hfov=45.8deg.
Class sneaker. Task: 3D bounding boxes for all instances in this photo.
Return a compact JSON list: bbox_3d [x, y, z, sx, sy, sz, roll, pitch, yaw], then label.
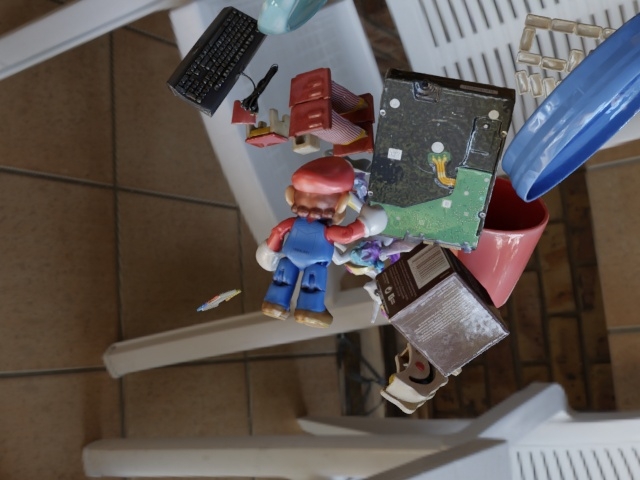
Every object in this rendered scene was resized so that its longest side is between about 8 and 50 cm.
[{"bbox_3d":[0.068,-0.205,2.077,0.152,0.061,0.053,17,66,-25],"label":"sneaker"}]

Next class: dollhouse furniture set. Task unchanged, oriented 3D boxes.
[{"bbox_3d":[-0.070,-0.279,1.846,0.201,0.374,0.152,16,71,-51],"label":"dollhouse furniture set"}]

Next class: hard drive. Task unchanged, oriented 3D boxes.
[{"bbox_3d":[0.216,-0.144,1.436,0.064,0.237,0.338,-69,167,-54],"label":"hard drive"}]

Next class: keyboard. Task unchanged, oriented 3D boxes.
[{"bbox_3d":[-0.193,-0.394,1.706,0.202,0.033,0.317,31,55,-8],"label":"keyboard"}]

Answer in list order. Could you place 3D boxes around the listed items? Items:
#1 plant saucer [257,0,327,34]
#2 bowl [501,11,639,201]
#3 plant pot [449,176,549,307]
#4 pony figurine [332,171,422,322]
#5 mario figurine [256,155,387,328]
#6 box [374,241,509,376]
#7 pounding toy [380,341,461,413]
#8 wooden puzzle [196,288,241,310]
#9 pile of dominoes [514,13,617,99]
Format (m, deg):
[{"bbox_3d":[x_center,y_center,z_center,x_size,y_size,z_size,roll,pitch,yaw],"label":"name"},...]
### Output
[{"bbox_3d":[0.000,-0.505,1.416,0.044,0.317,0.317,40,43,1],"label":"plant saucer"},{"bbox_3d":[0.455,-0.225,1.245,0.077,0.391,0.391,49,33,15],"label":"bowl"},{"bbox_3d":[0.364,0.012,1.754,0.275,0.275,0.243,-40,144,-50],"label":"plant pot"},{"bbox_3d":[0.155,-0.005,2.032,0.363,0.303,0.351,47,69,-6],"label":"pony figurine"},{"bbox_3d":[0.000,0.000,1.411,0.198,0.170,0.320,17,81,-15],"label":"mario figurine"},{"bbox_3d":[0.247,0.132,1.561,0.203,0.167,0.168,46,15,-25],"label":"box"},{"bbox_3d":[0.282,0.343,2.083,0.154,0.154,0.270,47,33,17],"label":"pounding toy"},{"bbox_3d":[-0.245,0.141,1.826,0.014,0.079,0.116,58,21,9],"label":"wooden puzzle"},{"bbox_3d":[0.589,-0.421,1.793,0.040,0.251,0.195,-64,165,-58],"label":"pile of dominoes"}]
